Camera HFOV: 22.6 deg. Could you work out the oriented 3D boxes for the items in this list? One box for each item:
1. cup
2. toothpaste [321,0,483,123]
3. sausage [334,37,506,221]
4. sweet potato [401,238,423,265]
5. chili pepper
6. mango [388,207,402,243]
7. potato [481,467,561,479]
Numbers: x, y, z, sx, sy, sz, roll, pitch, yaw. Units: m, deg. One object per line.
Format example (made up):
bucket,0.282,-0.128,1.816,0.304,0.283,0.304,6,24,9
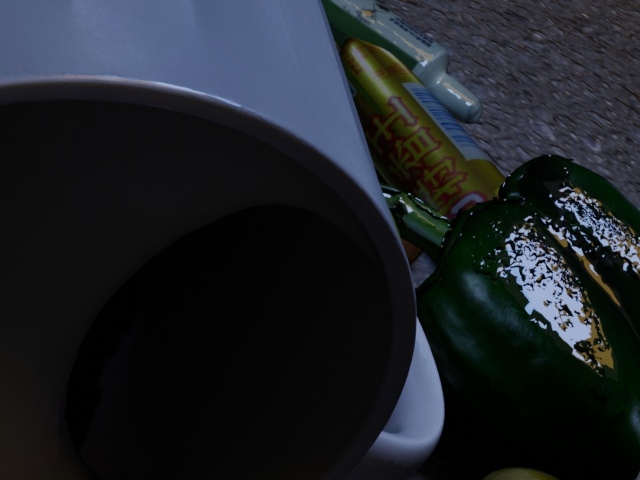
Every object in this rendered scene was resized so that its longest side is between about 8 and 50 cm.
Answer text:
cup,-0.083,-0.045,0.634,0.323,0.237,0.327,33,26,-35
toothpaste,-0.026,-0.211,1.336,0.392,0.061,0.099,36,29,16
sausage,0.097,-0.038,1.156,0.082,0.082,0.371,4,38,-40
sweet potato,0.010,0.003,1.030,0.078,0.058,0.255,22,16,34
chili pepper,0.118,0.030,0.944,0.261,0.165,0.174,49,1,19
mango,-0.067,0.027,0.821,0.185,0.149,0.273,38,40,16
potato,0.112,0.165,0.850,0.091,0.070,0.138,39,29,13
